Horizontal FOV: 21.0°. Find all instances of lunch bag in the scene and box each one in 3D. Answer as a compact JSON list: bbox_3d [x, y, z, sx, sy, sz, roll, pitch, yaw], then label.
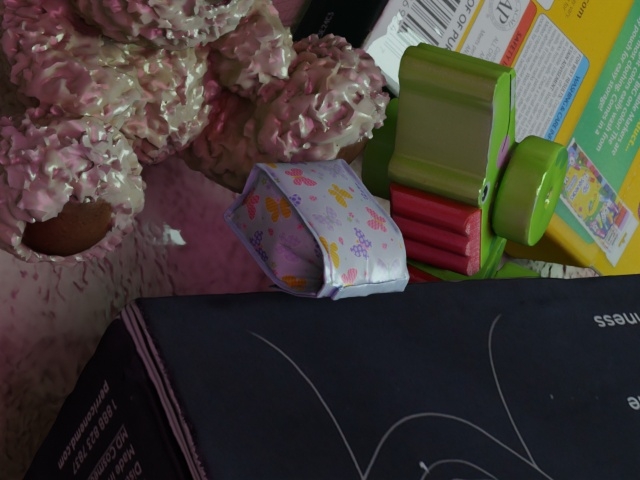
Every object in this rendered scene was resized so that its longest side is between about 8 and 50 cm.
[{"bbox_3d":[0.000,0.000,0.925,0.071,0.083,0.053,-8,139,-47],"label":"lunch bag"}]

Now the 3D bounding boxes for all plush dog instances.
[{"bbox_3d":[-0.094,-0.140,0.931,0.262,0.210,0.225,-15,139,-37],"label":"plush dog"}]

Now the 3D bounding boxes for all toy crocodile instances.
[{"bbox_3d":[0.079,0.008,1.096,0.340,0.115,0.105,90,26,-54],"label":"toy crocodile"}]

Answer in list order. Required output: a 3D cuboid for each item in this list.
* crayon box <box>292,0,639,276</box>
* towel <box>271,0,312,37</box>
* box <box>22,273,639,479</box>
[{"bbox_3d":[0.141,-0.122,1.204,0.323,0.083,0.203,39,71,-36],"label":"crayon box"},{"bbox_3d":[-0.020,-0.163,1.140,0.148,0.027,0.110,-21,103,-32],"label":"towel"},{"bbox_3d":[0.123,0.289,0.969,0.480,0.297,0.471,-1,49,-34],"label":"box"}]
